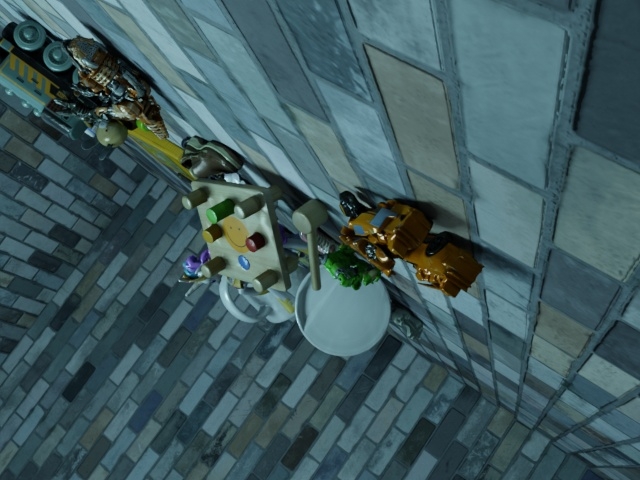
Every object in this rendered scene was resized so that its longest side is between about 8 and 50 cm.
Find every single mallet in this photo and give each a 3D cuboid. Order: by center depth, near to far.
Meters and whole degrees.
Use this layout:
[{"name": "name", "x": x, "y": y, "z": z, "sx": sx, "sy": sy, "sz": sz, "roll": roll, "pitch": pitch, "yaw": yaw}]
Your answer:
[{"name": "mallet", "x": -0.432, "y": -0.186, "z": 2.320, "sx": 0.190, "sy": 0.039, "sz": 0.062, "roll": 32, "pitch": 170, "yaw": 38}]

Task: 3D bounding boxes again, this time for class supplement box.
[{"name": "supplement box", "x": -0.057, "y": 0.041, "z": 2.190, "sx": 0.056, "sy": 0.083, "sz": 0.083, "roll": 37, "pitch": 174, "yaw": -21}]

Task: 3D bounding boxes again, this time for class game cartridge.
[{"name": "game cartridge", "x": -0.516, "y": -0.290, "z": 2.294, "sx": 0.324, "sy": 0.052, "sz": 0.285, "roll": 32, "pitch": 173, "yaw": 30}]

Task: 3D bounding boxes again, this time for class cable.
[{"name": "cable", "x": -0.335, "y": -0.218, "z": 1.832, "sx": 0.150, "sy": 0.047, "sz": 0.184, "roll": 51, "pitch": 168, "yaw": -20}]

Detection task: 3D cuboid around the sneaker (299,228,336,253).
[{"name": "sneaker", "x": 0.000, "y": 0.000, "z": 1.776, "sx": 0.070, "sy": 0.051, "sz": 0.134, "roll": 29, "pitch": 174, "yaw": 34}]

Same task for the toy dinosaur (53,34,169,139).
[{"name": "toy dinosaur", "x": -0.444, "y": -0.312, "z": 1.431, "sx": 0.219, "sy": 0.164, "sz": 0.321, "roll": 12, "pitch": 140, "yaw": 32}]

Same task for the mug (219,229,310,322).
[{"name": "mug", "x": -0.209, "y": 0.114, "z": 2.294, "sx": 0.276, "sy": 0.374, "sz": 0.328, "roll": -19, "pitch": 122, "yaw": 45}]

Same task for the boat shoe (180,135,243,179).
[{"name": "boat shoe", "x": -0.272, "y": -0.185, "z": 1.621, "sx": 0.095, "sy": 0.095, "sz": 0.257, "roll": 39, "pitch": 172, "yaw": -30}]

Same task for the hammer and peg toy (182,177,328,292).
[{"name": "hammer and peg toy", "x": -0.146, "y": -0.001, "z": 1.509, "sx": 0.362, "sy": 0.127, "sz": 0.265, "roll": 12, "pitch": 123, "yaw": 39}]

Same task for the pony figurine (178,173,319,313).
[{"name": "pony figurine", "x": -0.183, "y": 0.022, "z": 1.836, "sx": 0.364, "sy": 0.350, "sz": 0.303, "roll": 17, "pitch": -169, "yaw": -38}]

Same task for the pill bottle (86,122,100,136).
[{"name": "pill bottle", "x": -0.707, "y": -0.401, "z": 2.088, "sx": 0.078, "sy": 0.137, "sz": 0.078, "roll": 34, "pitch": 173, "yaw": 5}]

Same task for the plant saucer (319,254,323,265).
[{"name": "plant saucer", "x": 0.106, "y": 0.143, "z": 2.115, "sx": 0.311, "sy": 0.050, "sz": 0.310, "roll": 42, "pitch": 170, "yaw": 9}]

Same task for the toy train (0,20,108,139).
[{"name": "toy train", "x": -0.696, "y": -0.413, "z": 1.705, "sx": 0.334, "sy": 0.190, "sz": 0.142, "roll": 36, "pitch": 170, "yaw": -6}]

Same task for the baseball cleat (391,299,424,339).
[{"name": "baseball cleat", "x": 0.275, "y": 0.255, "z": 2.193, "sx": 0.109, "sy": 0.072, "sz": 0.206, "roll": 48, "pitch": 178, "yaw": 39}]

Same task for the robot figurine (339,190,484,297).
[{"name": "robot figurine", "x": 0.121, "y": 0.005, "z": 1.047, "sx": 0.211, "sy": 0.085, "sz": 0.291, "roll": 38, "pitch": 173, "yaw": -16}]

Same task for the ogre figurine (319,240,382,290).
[{"name": "ogre figurine", "x": 0.071, "y": 0.069, "z": 1.666, "sx": 0.118, "sy": 0.096, "sz": 0.197, "roll": 38, "pitch": -141, "yaw": 22}]

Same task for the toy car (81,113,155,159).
[{"name": "toy car", "x": -0.586, "y": -0.318, "z": 1.843, "sx": 0.155, "sy": 0.188, "sz": 0.149, "roll": 31, "pitch": 172, "yaw": 30}]

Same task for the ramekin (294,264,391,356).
[{"name": "ramekin", "x": 0.068, "y": 0.187, "z": 1.896, "sx": 0.273, "sy": 0.272, "sz": 0.127, "roll": 35, "pitch": -175, "yaw": 6}]
